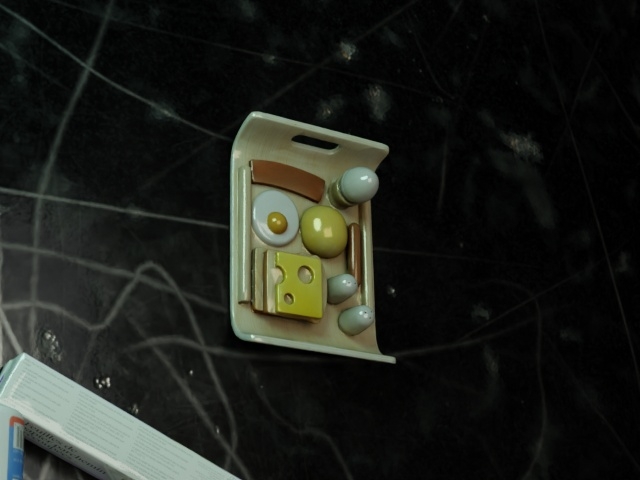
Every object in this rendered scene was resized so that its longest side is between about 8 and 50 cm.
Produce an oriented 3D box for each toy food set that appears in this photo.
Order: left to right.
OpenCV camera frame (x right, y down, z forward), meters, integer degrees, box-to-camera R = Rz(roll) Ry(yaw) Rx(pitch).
[{"bbox_3d":[0.000,0.000,1.497,0.220,0.092,0.306,11,66,-31],"label":"toy food set"}]

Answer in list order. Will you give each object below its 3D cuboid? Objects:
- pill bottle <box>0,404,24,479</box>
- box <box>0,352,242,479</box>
[{"bbox_3d":[-0.356,0.277,1.135,0.124,0.124,0.221,9,68,-31],"label":"pill bottle"},{"bbox_3d":[-0.215,0.236,1.283,0.324,0.063,0.067,34,56,-20],"label":"box"}]
